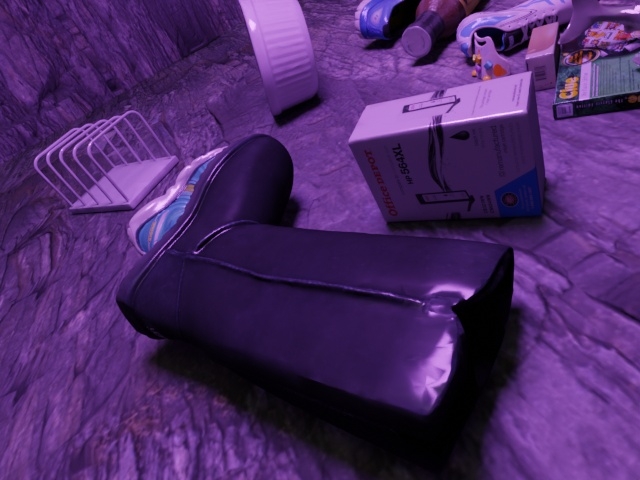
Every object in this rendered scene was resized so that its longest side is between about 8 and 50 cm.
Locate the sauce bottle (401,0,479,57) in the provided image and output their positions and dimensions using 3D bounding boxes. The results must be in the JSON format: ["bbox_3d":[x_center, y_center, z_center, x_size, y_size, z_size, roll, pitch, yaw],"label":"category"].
[{"bbox_3d":[0.292,-0.538,1.001,0.112,0.111,0.344,7,51,39],"label":"sauce bottle"}]

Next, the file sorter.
[{"bbox_3d":[-0.555,-0.200,1.111,0.278,0.173,0.192,-1,45,34],"label":"file sorter"}]

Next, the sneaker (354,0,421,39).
[{"bbox_3d":[0.254,-0.619,1.133,0.330,0.129,0.147,-40,52,-9],"label":"sneaker"}]

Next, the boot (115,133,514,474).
[{"bbox_3d":[-0.001,0.002,0.520,0.446,0.146,0.366,5,56,41],"label":"boot"}]

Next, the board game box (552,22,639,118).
[{"bbox_3d":[0.438,-0.275,0.658,0.136,0.030,0.259,2,47,33],"label":"board game box"}]

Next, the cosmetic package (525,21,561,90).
[{"bbox_3d":[0.367,-0.302,0.711,0.041,0.060,0.115,0,44,34],"label":"cosmetic package"}]

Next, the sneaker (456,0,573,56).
[{"bbox_3d":[0.382,-0.404,0.817,0.238,0.085,0.086,-10,67,19],"label":"sneaker"}]

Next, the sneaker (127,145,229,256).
[{"bbox_3d":[-0.226,-0.065,0.817,0.110,0.107,0.275,28,68,27],"label":"sneaker"}]

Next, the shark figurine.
[{"bbox_3d":[0.462,-0.295,0.555,0.167,0.116,0.278,-21,48,-9],"label":"shark figurine"}]

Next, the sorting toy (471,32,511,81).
[{"bbox_3d":[0.298,-0.336,0.783,0.045,0.075,0.083,-27,36,4],"label":"sorting toy"}]

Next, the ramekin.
[{"bbox_3d":[-0.093,-0.445,1.030,0.127,0.272,0.272,-16,37,-2],"label":"ramekin"}]

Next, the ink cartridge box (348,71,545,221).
[{"bbox_3d":[0.158,-0.103,0.539,0.203,0.148,0.085,-2,46,33],"label":"ink cartridge box"}]
